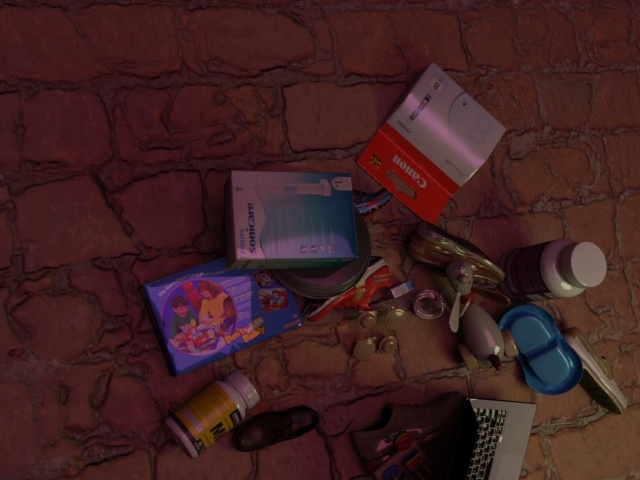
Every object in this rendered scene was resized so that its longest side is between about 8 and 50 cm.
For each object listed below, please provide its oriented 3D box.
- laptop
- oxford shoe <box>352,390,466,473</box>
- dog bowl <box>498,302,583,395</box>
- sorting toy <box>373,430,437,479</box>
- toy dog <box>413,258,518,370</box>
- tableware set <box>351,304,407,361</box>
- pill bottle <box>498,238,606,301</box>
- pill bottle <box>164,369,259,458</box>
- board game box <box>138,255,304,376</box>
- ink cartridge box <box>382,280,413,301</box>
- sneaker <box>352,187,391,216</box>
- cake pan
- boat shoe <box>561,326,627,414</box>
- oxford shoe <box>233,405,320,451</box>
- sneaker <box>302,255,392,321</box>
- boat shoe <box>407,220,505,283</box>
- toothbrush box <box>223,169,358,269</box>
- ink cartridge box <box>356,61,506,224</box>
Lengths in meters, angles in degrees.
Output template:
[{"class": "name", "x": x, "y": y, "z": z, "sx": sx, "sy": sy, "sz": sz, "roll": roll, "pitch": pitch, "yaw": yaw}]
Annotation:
[{"class": "laptop", "x": 0.437, "y": 0.622, "z": 1.821, "sx": 0.408, "sy": 0.236, "sz": 0.381, "roll": 12, "pitch": 94, "yaw": -28}, {"class": "oxford shoe", "x": 0.243, "y": 0.477, "z": 1.902, "sx": 0.348, "sy": 0.123, "sz": 0.130, "roll": -26, "pitch": 87, "yaw": -25}, {"class": "dog bowl", "x": 0.636, "y": 0.308, "z": 2.082, "sx": 0.166, "sy": 0.074, "sz": 0.297, "roll": -34, "pitch": 97, "yaw": 16}, {"class": "sorting toy", "x": 0.223, "y": 0.597, "z": 1.826, "sx": 0.132, "sy": 0.046, "sz": 0.274, "roll": -39, "pitch": 132, "yaw": -5}, {"class": "toy dog", "x": 0.428, "y": 0.229, "z": 1.952, "sx": 0.220, "sy": 0.161, "sz": 0.333, "roll": -43, "pitch": 104, "yaw": 8}, {"class": "tableware set", "x": 0.157, "y": 0.250, "z": 1.925, "sx": 0.141, "sy": 0.020, "sz": 0.168, "roll": 2, "pitch": 109, "yaw": -23}, {"class": "pill bottle", "x": 0.659, "y": 0.086, "z": 2.040, "sx": 0.169, "sy": 0.301, "sz": 0.169, "roll": 4, "pitch": 80, "yaw": -22}, {"class": "pill bottle", "x": -0.256, "y": 0.409, "z": 1.703, "sx": 0.209, "sy": 0.119, "sz": 0.119, "roll": -37, "pitch": 96, "yaw": -23}, {"class": "board game box", "x": -0.242, "y": 0.163, "z": 1.773, "sx": 0.347, "sy": 0.078, "sz": 0.233, "roll": -19, "pitch": 89, "yaw": -24}, {"class": "ink cartridge box", "x": 0.209, "y": 0.140, "z": 1.981, "sx": 0.083, "sy": 0.048, "sz": 0.028, "roll": -24, "pitch": 91, "yaw": -25}, {"class": "sneaker", "x": 0.074, "y": -0.113, "z": 1.940, "sx": 0.262, "sy": 0.104, "sz": 0.125, "roll": -21, "pitch": 88, "yaw": -25}, {"class": "cake pan", "x": 0.000, "y": 0.000, "z": 1.816, "sx": 0.293, "sy": 0.054, "sz": 0.293, "roll": 5, "pitch": 74, "yaw": -16}, {"class": "boat shoe", "x": 0.836, "y": 0.394, "z": 2.167, "sx": 0.103, "sy": 0.113, "sz": 0.302, "roll": -43, "pitch": 98, "yaw": -17}, {"class": "oxford shoe", "x": -0.106, "y": 0.464, "z": 1.771, "sx": 0.227, "sy": 0.096, "sz": 0.082, "roll": -17, "pitch": 90, "yaw": -23}, {"class": "sneaker", "x": 0.083, "y": 0.149, "z": 1.903, "sx": 0.279, "sy": 0.107, "sz": 0.118, "roll": -32, "pitch": 105, "yaw": -21}, {"class": "boat shoe", "x": 0.384, "y": 0.055, "z": 2.047, "sx": 0.325, "sy": 0.123, "sz": 0.116, "roll": 26, "pitch": 106, "yaw": -20}, {"class": "toothbrush box", "x": -0.075, "y": -0.046, "z": 1.706, "sx": 0.296, "sy": 0.126, "sz": 0.216, "roll": -1, "pitch": 76, "yaw": -18}, {"class": "ink cartridge box", "x": 0.328, "y": -0.281, "z": 2.082, "sx": 0.308, "sy": 0.091, "sz": 0.385, "roll": 40, "pitch": 68, "yaw": -12}]
